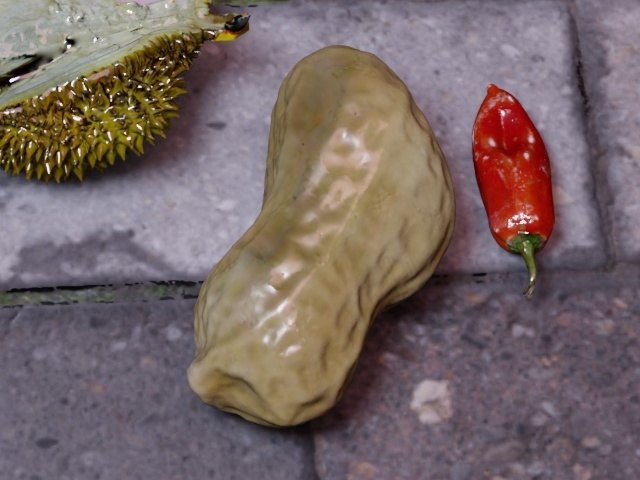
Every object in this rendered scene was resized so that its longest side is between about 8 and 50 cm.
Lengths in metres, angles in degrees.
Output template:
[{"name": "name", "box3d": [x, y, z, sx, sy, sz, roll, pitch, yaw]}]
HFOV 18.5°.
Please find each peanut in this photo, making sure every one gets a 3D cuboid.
[{"name": "peanut", "box3d": [0.010, 0.000, 1.427, 0.159, 0.143, 0.291, 16, 67, 9]}]

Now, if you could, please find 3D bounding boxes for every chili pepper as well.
[{"name": "chili pepper", "box3d": [0.151, -0.045, 1.519, 0.059, 0.050, 0.191, -11, 60, 4]}]

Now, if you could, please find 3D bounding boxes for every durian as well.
[{"name": "durian", "box3d": [-0.173, -0.135, 1.459, 0.237, 0.138, 0.193, -1, 64, -6]}]
